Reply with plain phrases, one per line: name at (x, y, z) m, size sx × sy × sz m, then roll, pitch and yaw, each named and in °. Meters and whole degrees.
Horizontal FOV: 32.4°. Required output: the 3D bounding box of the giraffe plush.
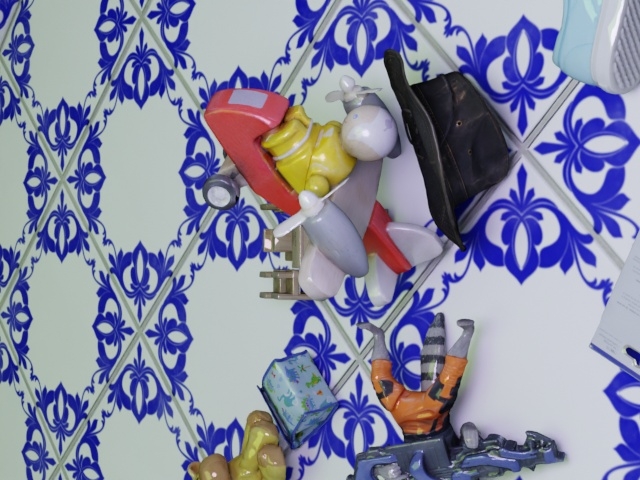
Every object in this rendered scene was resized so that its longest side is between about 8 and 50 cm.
giraffe plush at (-0.158, 0.436, 2.033) m, size 0.181 × 0.171 × 0.210 m, roll -129°, pitch 32°, yaw -70°

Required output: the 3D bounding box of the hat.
hat at (0.208, -0.154, 1.681) m, size 0.331 × 0.134 × 0.331 m, roll 160°, pitch 90°, yaw -89°

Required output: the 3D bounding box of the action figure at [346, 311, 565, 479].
action figure at (0.213, 0.283, 1.715) m, size 0.341 × 0.178 × 0.330 m, roll -5°, pitch 93°, yaw 21°

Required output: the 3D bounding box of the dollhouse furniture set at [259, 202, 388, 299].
dollhouse furniture set at (0.000, 0.000, 1.956) m, size 0.242 × 0.161 × 0.212 m, roll 179°, pitch 91°, yaw -70°

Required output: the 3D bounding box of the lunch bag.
lunch bag at (-0.052, 0.296, 2.017) m, size 0.128 × 0.096 × 0.151 m, roll 60°, pitch 145°, yaw 25°

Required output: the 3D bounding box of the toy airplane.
toy airplane at (0.042, -0.088, 1.699) m, size 0.272 × 0.384 × 0.386 m, roll -48°, pitch 59°, yaw 36°

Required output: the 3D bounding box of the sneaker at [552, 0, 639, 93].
sneaker at (0.392, -0.392, 1.494) m, size 0.150 × 0.135 × 0.365 m, roll 25°, pitch 107°, yaw 42°

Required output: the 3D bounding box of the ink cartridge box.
ink cartridge box at (0.488, 0.035, 1.438) m, size 0.165 × 0.065 × 0.332 m, roll 38°, pitch 115°, yaw 41°
